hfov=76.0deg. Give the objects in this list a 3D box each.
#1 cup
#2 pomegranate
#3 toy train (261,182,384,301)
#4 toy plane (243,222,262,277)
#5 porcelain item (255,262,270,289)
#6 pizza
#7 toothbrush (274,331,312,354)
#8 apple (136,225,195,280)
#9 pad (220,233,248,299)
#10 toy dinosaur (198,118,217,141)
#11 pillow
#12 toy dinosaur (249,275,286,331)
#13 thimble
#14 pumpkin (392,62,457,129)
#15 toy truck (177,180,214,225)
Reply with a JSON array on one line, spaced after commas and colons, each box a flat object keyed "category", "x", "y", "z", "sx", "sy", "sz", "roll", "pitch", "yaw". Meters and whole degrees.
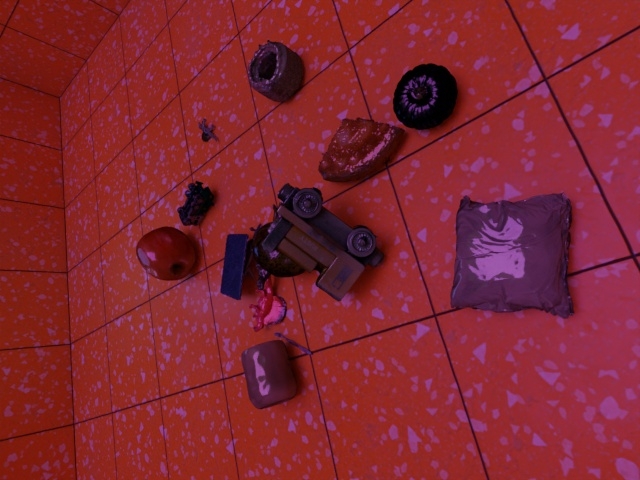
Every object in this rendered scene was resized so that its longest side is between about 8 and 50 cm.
[{"category": "cup", "x": -0.213, "y": 0.501, "z": 1.490, "sx": 0.255, "sy": 0.173, "sz": 0.202, "roll": -33, "pitch": 63, "yaw": 30}, {"category": "pomegranate", "x": -0.124, "y": -0.008, "z": 1.462, "sx": 0.221, "sy": 0.204, "sz": 0.277, "roll": 10, "pitch": 92, "yaw": 6}, {"category": "toy train", "x": 0.000, "y": 0.000, "z": 1.302, "sx": 0.397, "sy": 0.160, "sz": 0.253, "roll": 37, "pitch": 95, "yaw": -4}, {"category": "toy plane", "x": -0.277, "y": 0.036, "z": 1.650, "sx": 0.226, "sy": 0.058, "sz": 0.226, "roll": 170, "pitch": 110, "yaw": -68}, {"category": "porcelain item", "x": -0.214, "y": 0.088, "z": 1.575, "sx": 0.081, "sy": 0.069, "sz": 0.216, "roll": -12, "pitch": 59, "yaw": 41}, {"category": "pizza", "x": 0.127, "y": -0.320, "z": 1.389, "sx": 0.335, "sy": 0.086, "sz": 0.226, "roll": -27, "pitch": 63, "yaw": 31}, {"category": "toothbrush", "x": -0.102, "y": 0.381, "z": 1.518, "sx": 0.193, "sy": 0.019, "sz": 0.013, "roll": 19, "pitch": 95, "yaw": 37}, {"category": "apple", "x": -0.712, "y": 0.065, "z": 1.905, "sx": 0.241, "sy": 0.242, "sz": 0.242, "roll": 40, "pitch": 108, "yaw": 28}, {"category": "pad", "x": -0.363, "y": 0.103, "z": 1.707, "sx": 0.269, "sy": 0.012, "sz": 0.269, "roll": -1, "pitch": 82, "yaw": 59}, {"category": "toy dinosaur", "x": -0.552, "y": -0.520, "z": 1.986, "sx": 0.106, "sy": 0.044, "sz": 0.187, "roll": -41, "pitch": 73, "yaw": 42}, {"category": "pillow", "x": 0.481, "y": 0.033, "z": 1.032, "sx": 0.283, "sy": 0.138, "sz": 0.310, "roll": 3, "pitch": 88, "yaw": 30}, {"category": "toy dinosaur", "x": -0.183, "y": 0.225, "z": 1.584, "sx": 0.138, "sy": 0.070, "sz": 0.286, "roll": 19, "pitch": 86, "yaw": 27}, {"category": "thimble", "x": -0.182, "y": -0.670, "z": 1.638, "sx": 0.219, "sy": 0.150, "sz": 0.219, "roll": -7, "pitch": 79, "yaw": 37}, {"category": "pumpkin", "x": 0.311, "y": -0.429, "z": 1.227, "sx": 0.194, "sy": 0.150, "sz": 0.194, "roll": -16, "pitch": 55, "yaw": 24}, {"category": "toy truck", "x": -0.570, "y": -0.165, "z": 1.905, "sx": 0.216, "sy": 0.116, "sz": 0.110, "roll": -54, "pitch": 54, "yaw": 28}]
